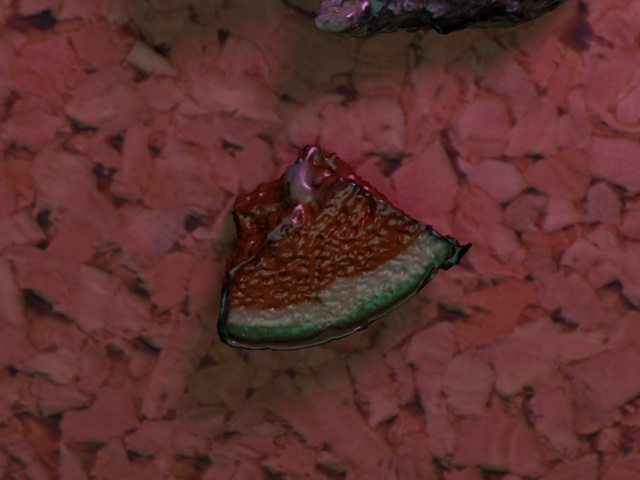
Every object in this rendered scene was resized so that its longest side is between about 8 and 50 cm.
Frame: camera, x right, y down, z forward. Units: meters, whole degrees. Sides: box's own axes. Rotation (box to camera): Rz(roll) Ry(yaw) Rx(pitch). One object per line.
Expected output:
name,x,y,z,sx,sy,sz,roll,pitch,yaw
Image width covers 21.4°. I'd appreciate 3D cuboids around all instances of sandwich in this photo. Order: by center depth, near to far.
sandwich,-0.003,0.014,1.930,0.292,0.109,0.212,-39,101,9

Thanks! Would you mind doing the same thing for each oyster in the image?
oyster,0.150,-0.297,1.801,0.351,0.158,0.162,-23,76,-7
